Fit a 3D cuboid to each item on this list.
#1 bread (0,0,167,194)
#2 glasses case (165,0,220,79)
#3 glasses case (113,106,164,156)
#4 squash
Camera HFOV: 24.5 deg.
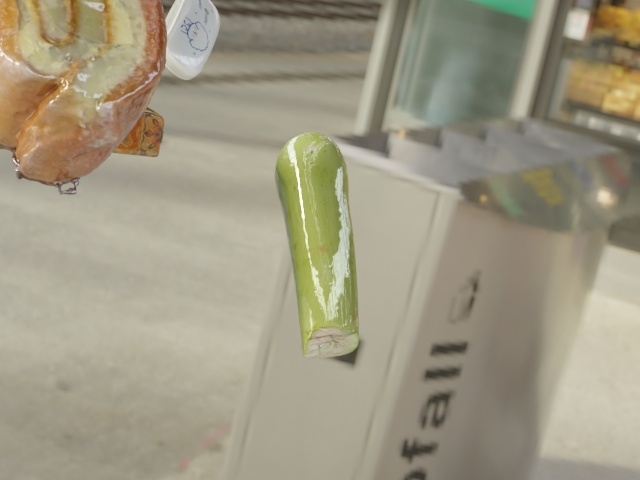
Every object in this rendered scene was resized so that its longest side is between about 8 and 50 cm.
[{"bbox_3d":[-0.236,-0.168,1.317,0.190,0.123,0.244,-1,55,-30],"label":"bread"},{"bbox_3d":[-0.193,-0.306,2.169,0.076,0.049,0.197,45,32,-22],"label":"glasses case"},{"bbox_3d":[-0.237,-0.138,1.586,0.075,0.049,0.218,5,13,-25],"label":"glasses case"},{"bbox_3d":[0.000,0.000,1.580,0.083,0.250,0.083,-7,-17,-2],"label":"squash"}]
